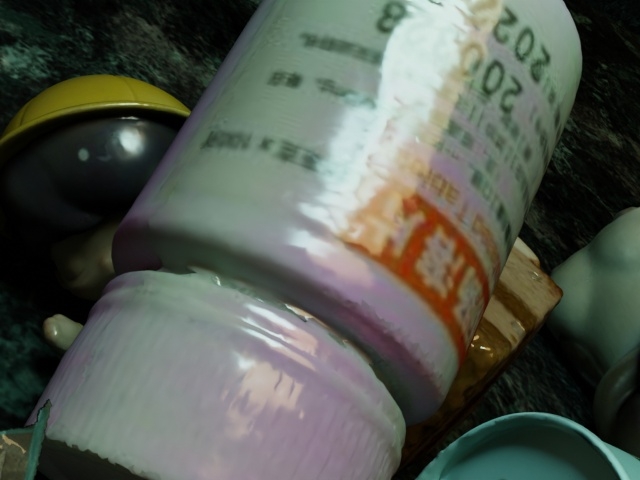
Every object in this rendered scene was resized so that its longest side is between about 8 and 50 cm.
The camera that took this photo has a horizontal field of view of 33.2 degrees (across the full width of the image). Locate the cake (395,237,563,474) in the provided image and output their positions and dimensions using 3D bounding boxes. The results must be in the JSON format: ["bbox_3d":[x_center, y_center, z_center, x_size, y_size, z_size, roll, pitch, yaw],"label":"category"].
[{"bbox_3d":[0.070,0.066,0.933,0.196,0.198,0.293,42,25,14],"label":"cake"}]

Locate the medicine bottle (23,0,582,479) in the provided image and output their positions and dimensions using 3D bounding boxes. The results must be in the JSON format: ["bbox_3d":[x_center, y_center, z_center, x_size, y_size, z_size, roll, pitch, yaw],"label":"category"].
[{"bbox_3d":[0.000,0.000,0.657,0.219,0.219,0.388,34,63,-11],"label":"medicine bottle"}]

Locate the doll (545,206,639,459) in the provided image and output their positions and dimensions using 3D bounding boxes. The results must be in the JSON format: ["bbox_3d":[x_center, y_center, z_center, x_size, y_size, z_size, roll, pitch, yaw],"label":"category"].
[{"bbox_3d":[0.380,0.123,1.176,0.226,0.215,0.370,42,24,-30],"label":"doll"}]

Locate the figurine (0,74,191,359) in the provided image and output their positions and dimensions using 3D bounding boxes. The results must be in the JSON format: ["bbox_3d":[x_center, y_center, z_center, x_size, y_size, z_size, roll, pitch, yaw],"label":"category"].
[{"bbox_3d":[-0.143,0.001,0.808,0.167,0.192,0.256,-27,94,-89],"label":"figurine"}]

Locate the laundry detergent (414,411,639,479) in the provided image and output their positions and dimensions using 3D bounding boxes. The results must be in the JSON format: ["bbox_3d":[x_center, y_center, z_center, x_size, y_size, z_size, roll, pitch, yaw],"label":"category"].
[{"bbox_3d":[0.211,0.296,0.683,0.305,0.287,0.287,26,33,-22],"label":"laundry detergent"}]

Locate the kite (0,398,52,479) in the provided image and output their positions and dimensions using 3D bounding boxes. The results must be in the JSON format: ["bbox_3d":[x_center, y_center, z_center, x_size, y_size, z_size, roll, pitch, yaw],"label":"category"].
[{"bbox_3d":[-0.254,0.204,0.392,0.406,0.014,0.368,-35,109,-28],"label":"kite"}]
